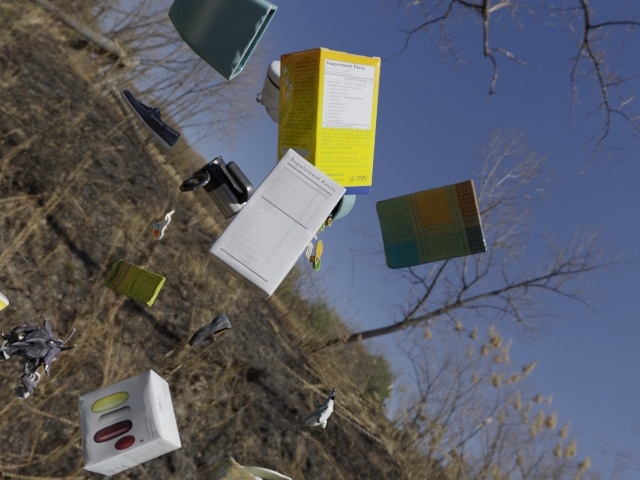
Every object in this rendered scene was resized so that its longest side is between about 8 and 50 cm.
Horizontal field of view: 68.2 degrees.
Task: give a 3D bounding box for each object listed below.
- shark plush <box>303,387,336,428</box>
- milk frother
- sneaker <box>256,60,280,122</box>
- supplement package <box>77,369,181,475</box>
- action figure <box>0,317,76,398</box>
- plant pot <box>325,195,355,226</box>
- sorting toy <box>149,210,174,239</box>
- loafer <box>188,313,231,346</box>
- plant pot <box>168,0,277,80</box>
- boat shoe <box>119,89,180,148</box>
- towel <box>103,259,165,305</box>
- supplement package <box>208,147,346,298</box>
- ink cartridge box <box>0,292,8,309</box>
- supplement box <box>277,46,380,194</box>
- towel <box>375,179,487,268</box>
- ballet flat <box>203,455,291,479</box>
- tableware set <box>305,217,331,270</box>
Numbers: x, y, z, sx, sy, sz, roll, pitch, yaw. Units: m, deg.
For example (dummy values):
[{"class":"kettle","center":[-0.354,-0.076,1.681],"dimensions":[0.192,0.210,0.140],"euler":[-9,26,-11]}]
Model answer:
[{"class":"shark plush","center":[0.007,0.608,1.728],"dimensions":[0.067,0.161,0.073],"euler":[21,-19,32]},{"class":"milk frother","center":[-0.245,-0.110,1.109],"dimensions":[0.134,0.143,0.129],"euler":[56,-27,-17]},{"class":"sneaker","center":[-0.086,-0.575,1.967],"dimensions":[0.366,0.137,0.210],"euler":[24,-40,-20]},{"class":"supplement package","center":[-0.517,0.494,1.283],"dimensions":[0.149,0.203,0.194],"euler":[83,-16,-57]},{"class":"action figure","center":[-0.731,0.281,1.125],"dimensions":[0.140,0.276,0.163],"euler":[112,-36,-48]},{"class":"plant pot","center":[0.001,-0.217,2.215],"dimensions":[0.341,0.341,0.334],"euler":[49,17,12]},{"class":"sorting toy","center":[-0.475,-0.058,1.437],"dimensions":[0.045,0.075,0.083],"euler":[42,32,-27]},{"class":"loafer","center":[-0.412,0.346,1.760],"dimensions":[0.061,0.170,0.062],"euler":[49,-10,21]},{"class":"plant pot","center":[-0.309,-0.679,1.446],"dimensions":[0.253,0.247,0.247],"euler":[31,21,-14]},{"class":"boat shoe","center":[-0.478,-0.352,1.337],"dimensions":[0.075,0.065,0.206],"euler":[41,-9,46]},{"class":"towel","center":[-0.609,0.134,1.537],"dimensions":[0.238,0.102,0.021],"euler":[15,-17,32]},{"class":"supplement package","center":[-0.082,-0.027,0.904],"dimensions":[0.139,0.244,0.134],"euler":[37,-14,-2]},{"class":"ink cartridge box","center":[-0.988,0.149,1.116],"dimensions":[0.072,0.307,0.303],"euler":[26,-31,37]},{"class":"supplement box","center":[0.014,-0.306,1.261],"dimensions":[0.195,0.194,0.355],"euler":[21,-68,52]},{"class":"towel","center":[0.397,-0.052,1.731],"dimensions":[0.040,0.371,0.271],"euler":[5,75,-61]},{"class":"ballet flat","center":[-0.055,0.505,0.864],"dimensions":[0.349,0.123,0.123],"euler":[22,-20,12]},{"class":"tableware set","center":[0.000,0.000,1.272],"dimensions":[0.024,0.154,0.104],"euler":[6,-29,19]}]
